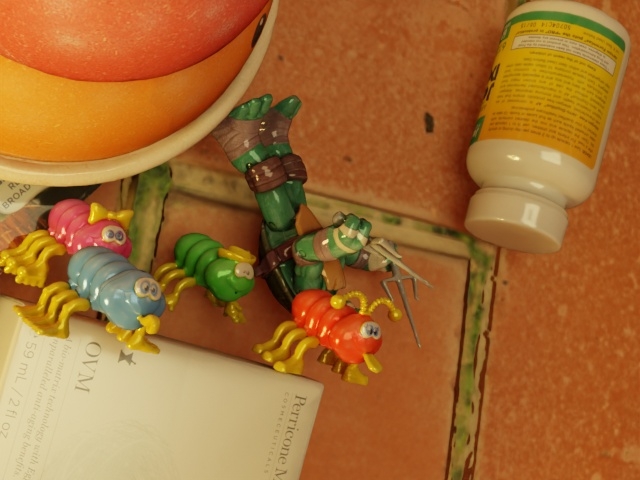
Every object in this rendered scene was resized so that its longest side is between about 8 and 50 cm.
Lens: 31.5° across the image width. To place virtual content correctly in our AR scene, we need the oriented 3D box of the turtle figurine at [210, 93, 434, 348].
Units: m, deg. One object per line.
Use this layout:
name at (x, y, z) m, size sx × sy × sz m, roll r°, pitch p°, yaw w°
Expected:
turtle figurine at (0.000, 0.000, 0.902) m, size 0.118 × 0.175 × 0.234 m, roll -28°, pitch 88°, yaw 1°

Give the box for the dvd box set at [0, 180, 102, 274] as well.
dvd box set at (-0.275, -0.224, 0.837) m, size 0.307 × 0.062 × 0.420 m, roll -45°, pitch 104°, yaw -22°

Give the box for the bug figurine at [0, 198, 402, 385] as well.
bug figurine at (-0.089, 0.030, 0.783) m, size 0.279 × 0.216 × 0.072 m, roll 14°, pitch 99°, yaw -44°

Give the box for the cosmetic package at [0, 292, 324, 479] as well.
cosmetic package at (-0.145, 0.176, 0.807) m, size 0.225 × 0.138 × 0.224 m, roll 17°, pitch 84°, yaw -24°

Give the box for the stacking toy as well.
stacking toy at (-0.105, -0.226, 0.618) m, size 0.351 × 0.480 × 0.350 m, roll 2°, pitch 85°, yaw -26°

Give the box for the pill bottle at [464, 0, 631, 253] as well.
pill bottle at (0.198, -0.099, 1.015) m, size 0.118 × 0.117 × 0.208 m, roll 23°, pitch 76°, yaw -22°
